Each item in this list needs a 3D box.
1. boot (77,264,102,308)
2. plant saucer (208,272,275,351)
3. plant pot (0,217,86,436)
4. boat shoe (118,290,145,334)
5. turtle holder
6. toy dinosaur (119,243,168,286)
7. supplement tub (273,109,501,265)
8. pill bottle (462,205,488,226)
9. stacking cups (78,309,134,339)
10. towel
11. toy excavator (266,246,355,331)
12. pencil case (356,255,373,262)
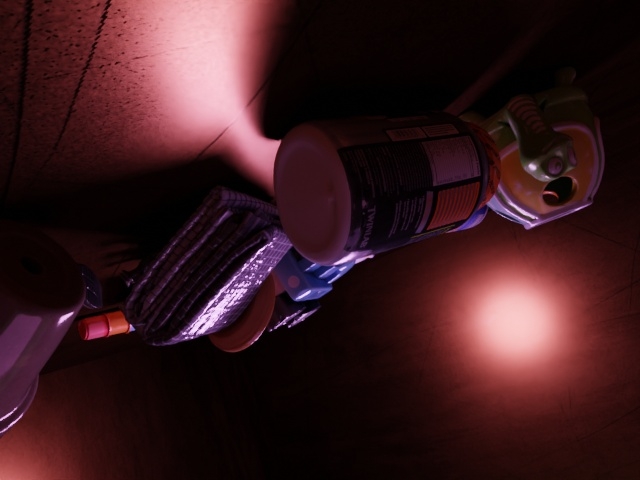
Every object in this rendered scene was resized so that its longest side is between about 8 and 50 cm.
[{"bbox_3d":[-0.495,0.091,0.815,0.137,0.077,0.198,-15,157,-5],"label":"boot"},{"bbox_3d":[-0.180,0.134,0.964,0.200,0.200,0.037,-26,143,29],"label":"plant saucer"},{"bbox_3d":[-0.422,0.101,0.552,0.229,0.263,0.263,-39,168,7],"label":"plant pot"},{"bbox_3d":[-0.454,0.174,1.211,0.113,0.127,0.340,-42,180,-31],"label":"boat shoe"},{"bbox_3d":[0.388,-0.152,0.796,0.243,0.227,0.320,-19,171,-8],"label":"turtle holder"},{"bbox_3d":[-0.310,0.054,0.926,0.160,0.121,0.313,-36,165,-29],"label":"toy dinosaur"},{"bbox_3d":[0.107,-0.088,0.667,0.316,0.194,0.193,-14,169,-34],"label":"supplement tub"},{"bbox_3d":[0.396,-0.106,1.318,0.152,0.152,0.272,-27,169,35],"label":"pill bottle"},{"bbox_3d":[-0.585,0.252,1.430,0.316,0.096,0.096,-11,167,-46],"label":"stacking cups"},{"bbox_3d":[-0.174,0.055,0.808,0.284,0.121,0.235,-48,166,6],"label":"towel"},{"bbox_3d":[0.000,0.000,1.050,0.445,0.222,0.433,-36,168,8],"label":"toy excavator"},{"bbox_3d":[0.050,0.053,1.596,0.273,0.113,0.124,-23,-168,10],"label":"pencil case"}]
